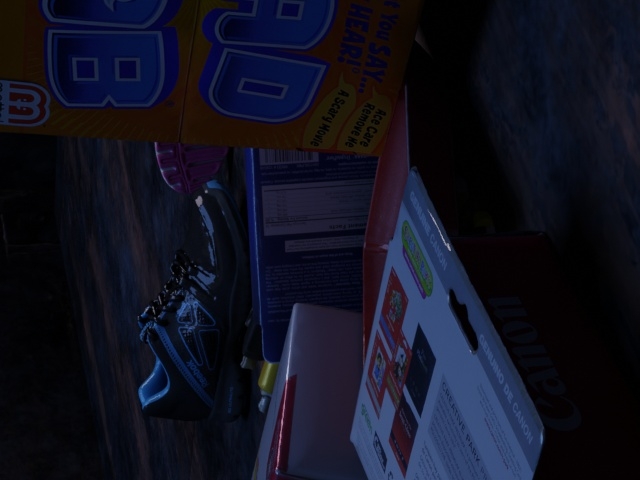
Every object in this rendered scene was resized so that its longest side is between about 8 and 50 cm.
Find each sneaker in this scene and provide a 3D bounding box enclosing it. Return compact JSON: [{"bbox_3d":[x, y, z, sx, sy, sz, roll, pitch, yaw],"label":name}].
[{"bbox_3d":[-0.174,-0.187,2.549,0.111,0.103,0.252,169,103,-80],"label":"sneaker"},{"bbox_3d":[-0.164,0.088,2.478,0.125,0.140,0.340,-122,32,-65],"label":"sneaker"}]

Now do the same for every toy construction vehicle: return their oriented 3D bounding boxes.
[{"bbox_3d":[0.121,0.004,1.575,0.086,0.035,0.098,-97,13,-60],"label":"toy construction vehicle"}]

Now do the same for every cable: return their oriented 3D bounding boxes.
[{"bbox_3d":[-0.028,0.057,2.171,0.139,0.072,0.287,-85,15,-50],"label":"cable"}]

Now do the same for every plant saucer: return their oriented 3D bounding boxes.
[{"bbox_3d":[0.075,-0.001,1.621,0.258,0.048,0.259,-89,6,-48],"label":"plant saucer"}]

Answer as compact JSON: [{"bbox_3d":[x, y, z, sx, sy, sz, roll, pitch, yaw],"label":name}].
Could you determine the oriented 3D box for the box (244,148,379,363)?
[{"bbox_3d":[0.000,0.000,1.821,0.036,0.136,0.225,-167,74,-74],"label":"box"}]

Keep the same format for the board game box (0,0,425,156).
[{"bbox_3d":[-0.101,-0.327,1.583,0.356,0.356,0.356,104,166,-50],"label":"board game box"}]

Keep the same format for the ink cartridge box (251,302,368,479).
[{"bbox_3d":[0.002,0.244,1.762,0.226,0.131,0.306,-86,9,-50],"label":"ink cartridge box"}]

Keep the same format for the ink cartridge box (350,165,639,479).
[{"bbox_3d":[0.137,0.136,1.342,0.309,0.130,0.271,-112,25,-50],"label":"ink cartridge box"}]
